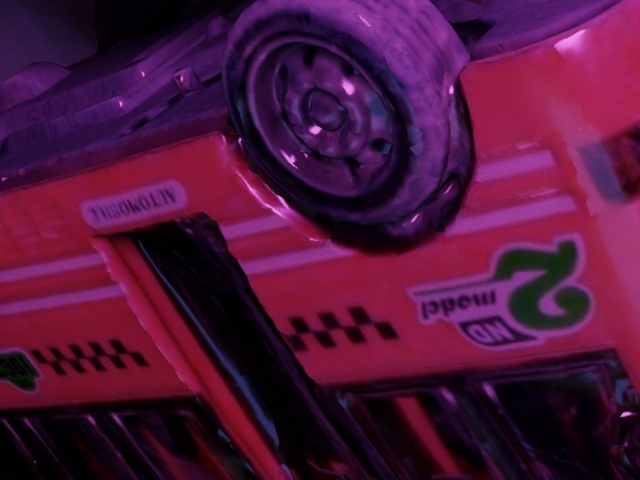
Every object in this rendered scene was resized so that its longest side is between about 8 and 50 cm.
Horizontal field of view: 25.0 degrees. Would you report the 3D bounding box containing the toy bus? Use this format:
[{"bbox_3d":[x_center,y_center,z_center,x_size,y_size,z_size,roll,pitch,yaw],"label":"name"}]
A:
[{"bbox_3d":[0.000,0.000,0.554,0.427,0.203,0.233,-10,116,45],"label":"toy bus"}]
